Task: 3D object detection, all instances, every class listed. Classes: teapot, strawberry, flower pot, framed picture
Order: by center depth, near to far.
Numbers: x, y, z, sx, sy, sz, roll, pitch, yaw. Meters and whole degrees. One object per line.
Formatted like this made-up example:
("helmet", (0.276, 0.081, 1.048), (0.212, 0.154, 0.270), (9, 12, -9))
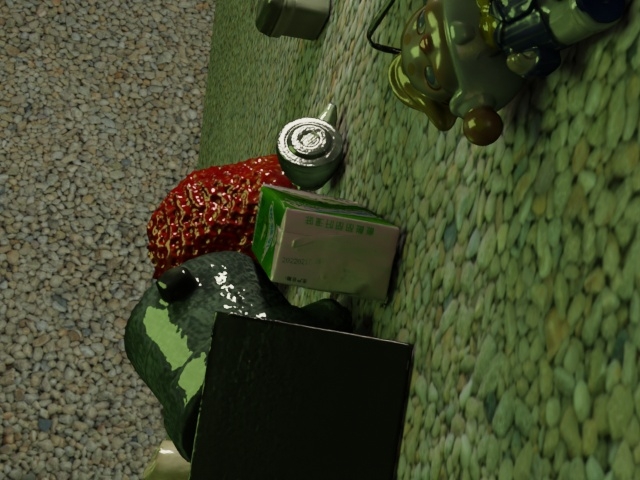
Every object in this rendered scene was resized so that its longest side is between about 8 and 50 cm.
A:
("framed picture", (-0.037, 0.270, 1.225), (0.014, 0.256, 0.338), (20, -102, -72))
("flower pot", (-0.095, 0.171, 1.411), (0.283, 0.299, 0.299), (48, 133, 36))
("teapot", (-0.021, -0.150, 1.707), (0.108, 0.111, 0.149), (95, 170, -55))
("strawberry", (-0.167, -0.043, 1.953), (0.351, 0.267, 0.312), (-39, 32, 37))

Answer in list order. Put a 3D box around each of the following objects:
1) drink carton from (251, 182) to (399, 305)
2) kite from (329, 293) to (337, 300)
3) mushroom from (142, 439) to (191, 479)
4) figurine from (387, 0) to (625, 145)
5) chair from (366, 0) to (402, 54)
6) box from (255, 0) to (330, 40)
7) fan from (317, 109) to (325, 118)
("drink carton", (0.000, 0.000, 1.410), (0.271, 0.161, 0.108), (-134, 54, -76))
("kite", (0.024, 0.088, 1.573), (0.078, 0.002, 0.044), (-130, 51, -73))
("mushroom", (-0.170, 0.387, 1.662), (0.254, 0.234, 0.260), (149, 129, -66))
("figurine", (0.170, -0.208, 0.953), (0.274, 0.133, 0.193), (-53, 53, 51))
("chair", (0.144, -0.316, 1.073), (0.221, 0.145, 0.140), (115, 159, -44))
("box", (-0.050, -0.510, 2.022), (0.148, 0.129, 0.210), (133, 143, -65))
("fan", (-0.015, -0.165, 1.900), (0.240, 0.009, 0.131), (119, 159, -55))
